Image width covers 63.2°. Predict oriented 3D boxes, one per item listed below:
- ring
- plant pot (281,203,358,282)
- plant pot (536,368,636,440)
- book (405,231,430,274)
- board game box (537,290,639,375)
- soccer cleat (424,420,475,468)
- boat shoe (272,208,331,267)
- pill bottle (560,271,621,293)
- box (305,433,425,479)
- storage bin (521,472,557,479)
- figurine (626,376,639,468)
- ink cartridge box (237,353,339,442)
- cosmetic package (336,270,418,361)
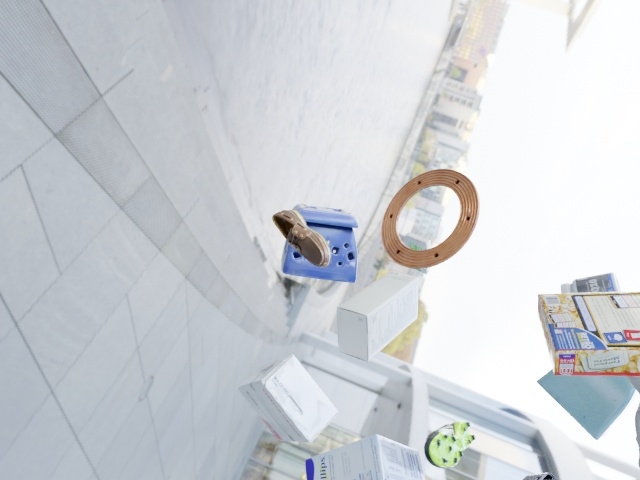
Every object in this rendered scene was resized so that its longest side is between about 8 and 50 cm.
[{"bbox_3d":[0.333,-0.066,1.593,0.032,0.336,0.337,32,76,-40],"label":"ring"},{"bbox_3d":[0.000,0.000,1.676,0.236,0.235,0.212,-127,-136,-79],"label":"plant pot"},{"bbox_3d":[0.947,0.491,1.778,0.252,0.248,0.247,-50,145,13],"label":"plant pot"},{"bbox_3d":[0.360,0.046,1.924,0.035,0.096,0.144,-35,133,-31],"label":"book"},{"bbox_3d":[0.421,0.127,0.735,0.147,0.193,0.045,-64,148,-60],"label":"board game box"},{"bbox_3d":[0.209,0.354,0.897,0.179,0.072,0.060,9,60,-57],"label":"soccer cleat"},{"bbox_3d":[-0.045,-0.003,1.118,0.060,0.178,0.064,-2,129,-43],"label":"boat shoe"},{"bbox_3d":[0.725,0.135,1.395,0.078,0.137,0.078,30,51,-47],"label":"pill bottle"},{"bbox_3d":[0.069,0.361,0.792,0.137,0.126,0.072,-30,-135,25],"label":"box"},{"bbox_3d":[0.616,0.742,1.412,0.122,0.180,0.084,-23,164,-32],"label":"storage bin"},{"bbox_3d":[0.578,0.249,0.806,0.215,0.092,0.210,-38,-148,48],"label":"figurine"},{"bbox_3d":[-0.095,0.430,1.403,0.114,0.197,0.273,-38,179,-28],"label":"ink cartridge box"},{"bbox_3d":[0.185,0.226,1.620,0.309,0.113,0.160,-25,119,-47],"label":"cosmetic package"}]
